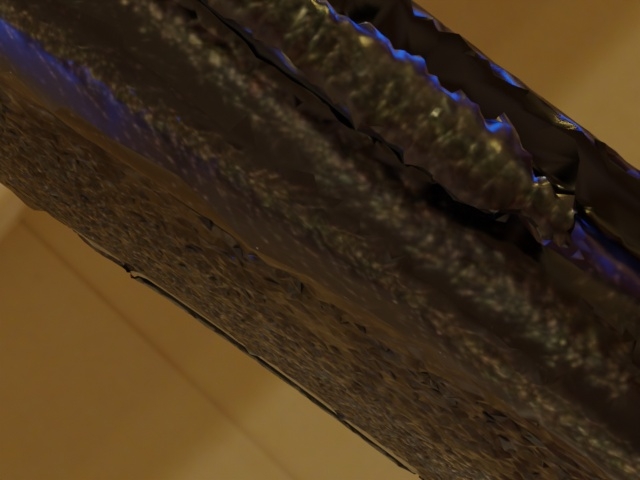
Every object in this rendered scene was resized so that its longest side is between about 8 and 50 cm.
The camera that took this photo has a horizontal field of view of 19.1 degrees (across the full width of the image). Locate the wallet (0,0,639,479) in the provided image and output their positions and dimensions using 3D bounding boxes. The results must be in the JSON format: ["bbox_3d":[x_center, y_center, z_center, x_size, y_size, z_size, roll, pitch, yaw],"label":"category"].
[{"bbox_3d":[0.000,0.000,0.458,0.071,0.221,0.262,-56,-1,-14],"label":"wallet"}]
